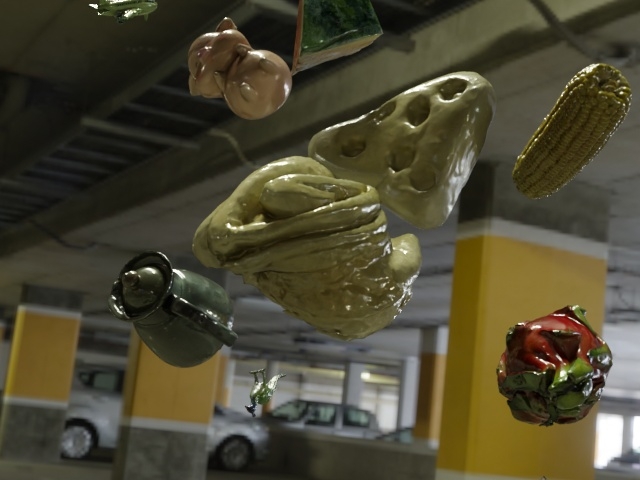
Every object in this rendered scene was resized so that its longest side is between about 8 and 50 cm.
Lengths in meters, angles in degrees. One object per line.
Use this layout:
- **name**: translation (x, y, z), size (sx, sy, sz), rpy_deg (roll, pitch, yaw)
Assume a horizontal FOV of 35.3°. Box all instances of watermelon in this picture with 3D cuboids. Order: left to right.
- **watermelon**: translation (0.006, -0.449, 2.045), size (0.193, 0.310, 0.231), rpy_deg (-19, -44, -1)

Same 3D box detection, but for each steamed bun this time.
- **steamed bun**: translation (-0.003, 0.000, 1.622), size (0.372, 0.230, 0.325), rpy_deg (25, 9, -11)

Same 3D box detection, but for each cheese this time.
- **cheese**: translation (0.171, -0.216, 1.983), size (0.351, 0.328, 0.129), rpy_deg (30, -8, 40)

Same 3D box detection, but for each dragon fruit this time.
- **dragon fruit**: translation (0.350, 0.215, 1.562), size (0.198, 0.200, 0.269), rpy_deg (41, 29, 2)

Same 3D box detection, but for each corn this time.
- **corn**: translation (0.493, -0.205, 1.993), size (0.131, 0.131, 0.344), rpy_deg (8, -32, -13)

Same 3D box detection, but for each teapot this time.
- **teapot**: translation (-0.346, 0.170, 2.295), size (0.223, 0.305, 0.285), rpy_deg (-38, -44, 7)

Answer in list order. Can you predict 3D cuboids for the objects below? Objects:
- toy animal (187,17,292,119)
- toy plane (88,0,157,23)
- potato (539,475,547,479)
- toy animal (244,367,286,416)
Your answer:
- **toy animal**: translation (-0.161, -0.333, 1.989), size (0.250, 0.166, 0.154), rpy_deg (37, -8, 36)
- **toy plane**: translation (-0.324, -0.383, 1.667), size (0.111, 0.040, 0.102), rpy_deg (-6, 36, -31)
- **potato**: translation (0.437, 0.525, 2.046), size (0.036, 0.093, 0.037), rpy_deg (36, -28, 34)
- **toy animal**: translation (-0.120, 0.305, 2.186), size (0.041, 0.075, 0.217), rpy_deg (-13, 12, 19)
